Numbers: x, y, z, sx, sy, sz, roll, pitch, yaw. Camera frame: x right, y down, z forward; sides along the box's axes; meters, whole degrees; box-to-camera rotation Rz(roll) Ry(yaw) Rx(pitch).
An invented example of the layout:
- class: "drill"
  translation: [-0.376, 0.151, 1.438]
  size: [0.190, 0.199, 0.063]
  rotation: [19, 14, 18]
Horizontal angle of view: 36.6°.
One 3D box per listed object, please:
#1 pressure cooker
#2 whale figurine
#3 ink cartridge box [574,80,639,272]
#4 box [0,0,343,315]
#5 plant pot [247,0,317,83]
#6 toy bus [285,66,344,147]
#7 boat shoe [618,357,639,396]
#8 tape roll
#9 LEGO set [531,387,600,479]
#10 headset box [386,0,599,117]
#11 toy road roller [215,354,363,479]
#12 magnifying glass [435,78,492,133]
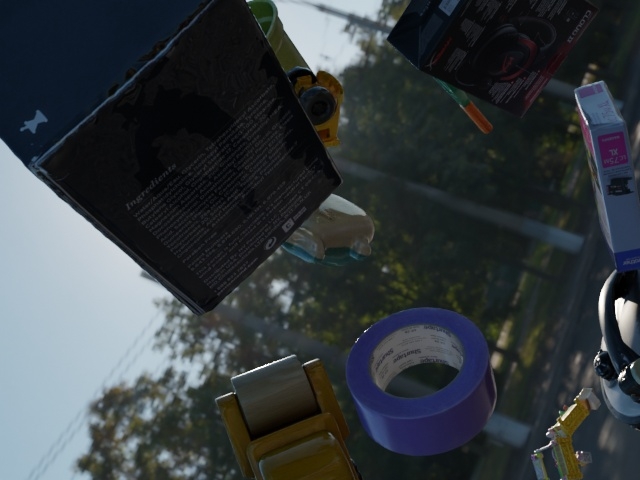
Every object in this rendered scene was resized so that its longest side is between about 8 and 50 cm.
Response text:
- class: "pressure cooker"
  translation: [0.715, 0.210, 1.793]
  size: [0.370, 0.420, 0.375]
  rotation: [179, 107, -81]
- class: "whale figurine"
  translation: [0.000, 0.000, 2.016]
  size: [0.272, 0.216, 0.141]
  rotation: [-39, -27, -62]
- class: "ink cartridge box"
  translation: [0.482, -0.083, 1.592]
  size: [0.186, 0.065, 0.311]
  rotation: [-79, -29, -61]
- class: "box"
  translation: [-0.274, -0.218, 1.250]
  size: [0.297, 0.480, 0.472]
  rotation: [-45, -26, -4]
- class: "plant pot"
  translation: [-0.142, -0.419, 2.435]
  size: [0.254, 0.276, 0.276]
  rotation: [43, -118, -37]
- class: "toy bus"
  translation: [-0.067, -0.245, 2.072]
  size: [0.149, 0.220, 0.211]
  rotation: [-123, 26, -50]
- class: "boat shoe"
  translation: [0.412, 0.153, 1.156]
  size: [0.133, 0.049, 0.042]
  rotation: [-11, -27, -28]
- class: "tape roll"
  translation: [0.133, 0.182, 1.272]
  size: [0.189, 0.189, 0.080]
  rotation: [-61, -34, -39]
- class: "LEGO set"
  translation: [0.549, 0.461, 2.186]
  size: [0.107, 0.132, 0.287]
  rotation: [-44, 28, 50]
- class: "headset box"
  translation: [0.285, -0.338, 1.541]
  size: [0.293, 0.110, 0.218]
  rotation: [15, -62, -40]
- class: "toy road roller"
  translation: [-0.040, 0.362, 1.669]
  size: [0.240, 0.202, 0.329]
  rotation: [105, 144, -74]
- class: "magnifying glass"
  translation: [0.265, -0.279, 1.868]
  size: [0.026, 0.092, 0.231]
  rotation: [-47, -50, 8]
